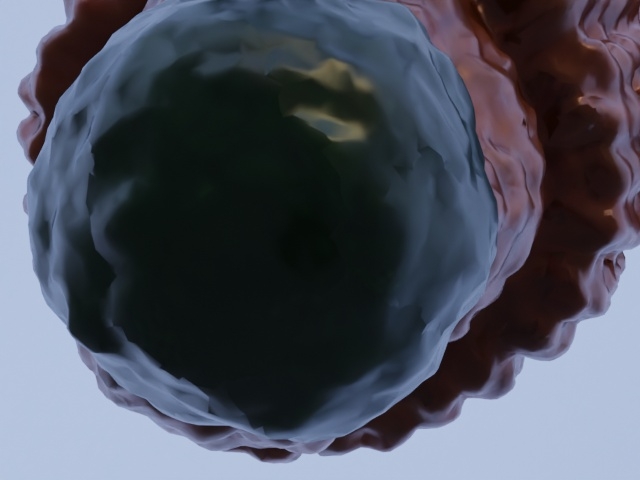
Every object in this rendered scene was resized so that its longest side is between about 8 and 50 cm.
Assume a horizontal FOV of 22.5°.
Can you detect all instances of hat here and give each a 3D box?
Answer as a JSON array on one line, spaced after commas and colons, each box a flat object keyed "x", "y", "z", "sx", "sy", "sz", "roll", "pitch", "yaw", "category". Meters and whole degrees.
[{"x": 0.000, "y": 0.000, "z": 0.604, "sx": 0.285, "sy": 0.400, "sz": 0.285, "roll": 3, "pitch": -67, "yaw": 6, "category": "hat"}]
